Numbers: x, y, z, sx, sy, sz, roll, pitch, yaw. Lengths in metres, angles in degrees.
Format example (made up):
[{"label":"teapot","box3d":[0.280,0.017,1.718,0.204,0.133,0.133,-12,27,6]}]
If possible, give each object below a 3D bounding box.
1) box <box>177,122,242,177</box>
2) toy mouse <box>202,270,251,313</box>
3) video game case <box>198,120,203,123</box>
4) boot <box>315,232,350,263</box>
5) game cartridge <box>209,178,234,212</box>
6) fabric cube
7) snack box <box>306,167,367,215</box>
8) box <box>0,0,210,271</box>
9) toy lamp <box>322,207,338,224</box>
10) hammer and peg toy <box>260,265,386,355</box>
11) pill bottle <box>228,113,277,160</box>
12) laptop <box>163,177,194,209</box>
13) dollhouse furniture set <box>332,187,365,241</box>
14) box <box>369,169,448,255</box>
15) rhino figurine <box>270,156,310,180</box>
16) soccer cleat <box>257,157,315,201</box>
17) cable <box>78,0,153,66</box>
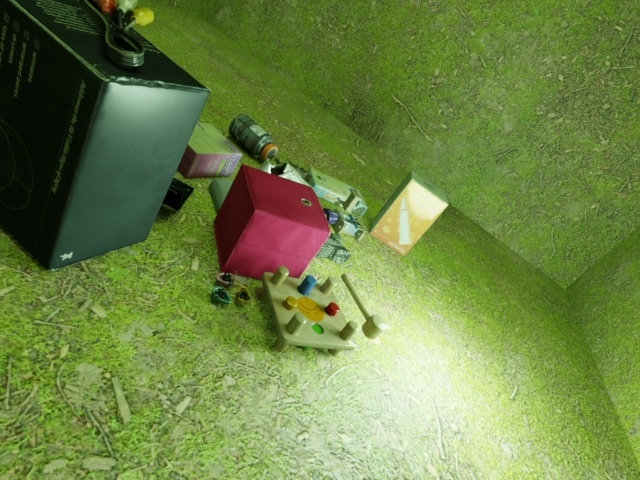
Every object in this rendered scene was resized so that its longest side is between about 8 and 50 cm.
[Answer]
[{"label":"box","box3d":[-0.477,-0.359,1.580,0.213,0.117,0.243,44,29,17]},{"label":"toy mouse","box3d":[-0.268,0.137,1.123,0.143,0.031,0.161,20,33,-28]},{"label":"video game case","box3d":[-0.566,-0.499,1.806,0.173,0.022,0.190,28,27,-12]},{"label":"boot","box3d":[0.000,0.000,1.609,0.246,0.083,0.161,24,22,-32]},{"label":"game cartridge","box3d":[-0.273,-0.146,1.546,0.294,0.060,0.196,11,32,-38]},{"label":"fabric cube","box3d":[-0.165,-0.046,1.283,0.258,0.259,0.254,15,34,-31]},{"label":"snack box","box3d":[0.083,-0.256,2.102,0.321,0.060,0.187,21,30,-25]},{"label":"box","box3d":[-0.597,-0.281,0.932,0.471,0.480,0.297,41,27,11]},{"label":"toy lamp","box3d":[-0.034,-0.108,1.727,0.274,0.080,0.080,1,42,-43]},{"label":"hammer and peg toy","box3d":[0.004,0.215,1.206,0.361,0.127,0.266,15,32,-34]},{"label":"pill bottle","box3d":[-0.320,-0.491,1.949,0.245,0.130,0.130,43,28,14]},{"label":"laptop","box3d":[-0.526,-0.213,1.276,0.234,0.137,0.264,29,28,-14]},{"label":"dollhouse furniture set","box3d":[0.154,-0.112,1.821,0.129,0.184,0.129,16,33,-32]},{"label":"box","box3d":[0.432,-0.134,1.989,0.214,0.345,0.168,33,28,-4]},{"label":"rhino figurine","box3d":[-0.140,-0.342,1.978,0.243,0.073,0.106,0,39,-49]},{"label":"soccer cleat","box3d":[-0.133,-0.269,1.792,0.331,0.143,0.116,10,37,-40]},{"label":"cable","box3d":[-0.407,-0.438,0.793,0.139,0.072,0.287,12,34,-30]}]
